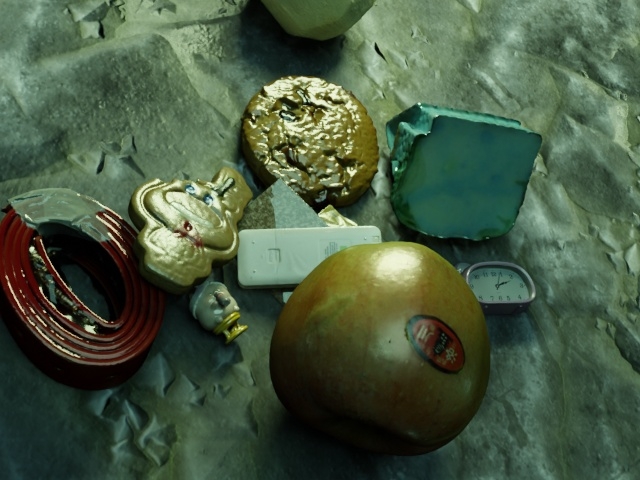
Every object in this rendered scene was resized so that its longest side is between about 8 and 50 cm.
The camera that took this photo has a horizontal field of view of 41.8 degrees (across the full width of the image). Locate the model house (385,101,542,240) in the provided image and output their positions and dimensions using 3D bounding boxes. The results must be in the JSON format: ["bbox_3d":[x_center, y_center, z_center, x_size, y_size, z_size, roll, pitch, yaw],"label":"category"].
[{"bbox_3d":[0.234,-0.152,1.613,0.261,0.226,0.241,8,22,-20],"label":"model house"}]

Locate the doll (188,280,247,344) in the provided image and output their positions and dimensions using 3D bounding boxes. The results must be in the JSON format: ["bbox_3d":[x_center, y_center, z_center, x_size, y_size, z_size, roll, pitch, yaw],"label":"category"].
[{"bbox_3d":[-0.170,0.102,1.350,0.073,0.084,0.127,-36,85,-34],"label":"doll"}]

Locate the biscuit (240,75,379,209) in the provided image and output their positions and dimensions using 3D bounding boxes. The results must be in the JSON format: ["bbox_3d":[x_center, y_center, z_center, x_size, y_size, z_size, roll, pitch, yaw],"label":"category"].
[{"bbox_3d":[-0.016,-0.194,1.586,0.296,0.075,0.296,9,59,-15],"label":"biscuit"}]

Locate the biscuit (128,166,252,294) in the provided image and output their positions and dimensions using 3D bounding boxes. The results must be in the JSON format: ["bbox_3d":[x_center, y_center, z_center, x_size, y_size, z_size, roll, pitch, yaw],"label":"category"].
[{"bbox_3d":[-0.203,-0.037,1.363,0.183,0.047,0.320,48,36,1],"label":"biscuit"}]

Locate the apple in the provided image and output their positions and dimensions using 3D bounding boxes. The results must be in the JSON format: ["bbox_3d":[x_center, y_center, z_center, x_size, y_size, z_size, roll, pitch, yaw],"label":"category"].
[{"bbox_3d":[0.103,0.153,1.271,0.338,0.338,0.305,23,65,-7],"label":"apple"}]

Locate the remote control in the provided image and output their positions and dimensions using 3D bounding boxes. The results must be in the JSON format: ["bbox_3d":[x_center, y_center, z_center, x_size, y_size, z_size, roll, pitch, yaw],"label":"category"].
[{"bbox_3d":[-0.018,0.029,1.436,0.250,0.034,0.103,-3,75,-5],"label":"remote control"}]

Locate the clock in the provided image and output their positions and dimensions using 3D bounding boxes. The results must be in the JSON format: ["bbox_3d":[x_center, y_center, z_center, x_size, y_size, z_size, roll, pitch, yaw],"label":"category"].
[{"bbox_3d":[0.323,0.081,1.565,0.152,0.050,0.110,1,61,-20],"label":"clock"}]

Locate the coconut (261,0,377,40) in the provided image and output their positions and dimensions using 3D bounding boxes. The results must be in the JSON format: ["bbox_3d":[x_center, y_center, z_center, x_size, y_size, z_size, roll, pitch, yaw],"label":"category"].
[{"bbox_3d":[-0.015,-0.547,1.672,0.247,0.245,0.245,50,47,-35],"label":"coconut"}]

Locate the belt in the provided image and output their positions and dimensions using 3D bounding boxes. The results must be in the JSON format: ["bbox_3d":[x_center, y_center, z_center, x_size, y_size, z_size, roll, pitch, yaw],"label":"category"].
[{"bbox_3d":[-0.373,0.065,1.282,0.227,0.115,0.324,-24,73,-33],"label":"belt"}]

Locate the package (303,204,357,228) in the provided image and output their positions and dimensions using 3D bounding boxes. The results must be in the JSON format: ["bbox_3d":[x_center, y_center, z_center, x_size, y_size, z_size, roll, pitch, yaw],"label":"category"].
[{"bbox_3d":[0.000,0.000,1.494,0.071,0.047,0.131,42,56,10],"label":"package"}]

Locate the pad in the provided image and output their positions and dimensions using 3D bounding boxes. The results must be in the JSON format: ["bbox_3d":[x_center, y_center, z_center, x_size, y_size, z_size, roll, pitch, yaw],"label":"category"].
[{"bbox_3d":[-0.047,0.021,1.458,0.158,0.003,0.235,-43,81,-12],"label":"pad"}]
